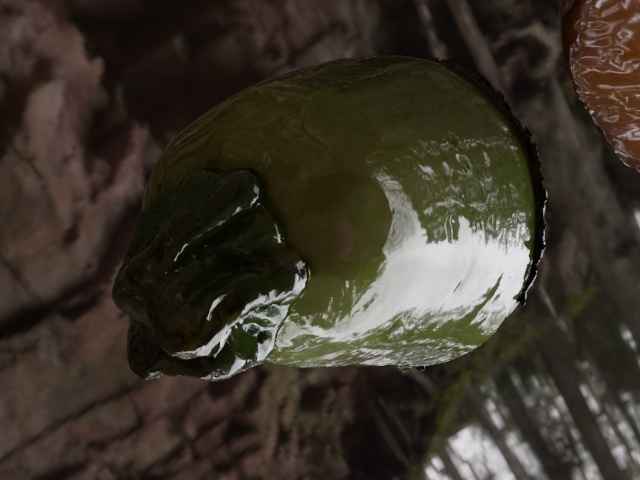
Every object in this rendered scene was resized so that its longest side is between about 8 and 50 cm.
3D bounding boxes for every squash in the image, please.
[{"bbox_3d":[0.008,-0.014,0.550,0.137,0.137,0.287,-22,174,12],"label":"squash"}]

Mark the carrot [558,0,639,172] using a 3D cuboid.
[{"bbox_3d":[0.184,-0.054,0.408,0.258,0.307,0.100,6,-112,24],"label":"carrot"}]
